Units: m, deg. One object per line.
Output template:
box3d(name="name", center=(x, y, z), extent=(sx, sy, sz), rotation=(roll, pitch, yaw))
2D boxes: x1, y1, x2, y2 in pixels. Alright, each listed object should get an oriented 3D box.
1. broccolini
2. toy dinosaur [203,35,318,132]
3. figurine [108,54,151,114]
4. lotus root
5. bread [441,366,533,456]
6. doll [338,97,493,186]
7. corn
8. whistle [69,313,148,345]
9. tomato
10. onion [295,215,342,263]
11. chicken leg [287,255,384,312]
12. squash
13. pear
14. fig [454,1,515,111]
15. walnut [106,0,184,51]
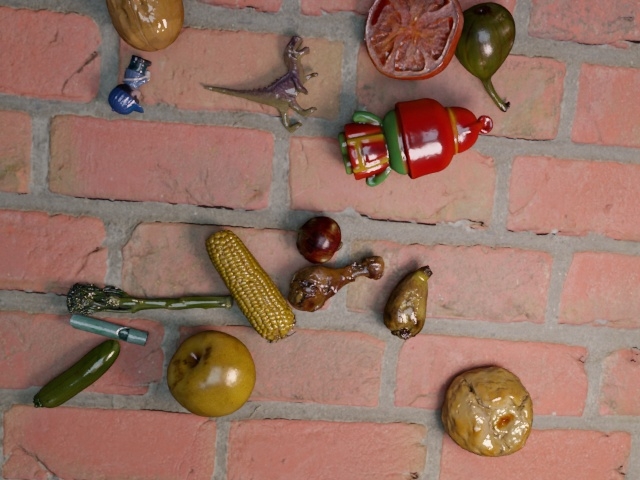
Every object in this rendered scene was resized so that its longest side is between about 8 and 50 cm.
box3d(name="broccolini", center=(-0.405, 0.141, 1.972), extent=(0.391, 0.074, 0.079), rotation=(-1, 107, -4))
box3d(name="toy dinosaur", center=(-0.110, -0.345, 1.936), extent=(0.251, 0.072, 0.200), rotation=(-33, 92, 12))
box3d(name="figurine", center=(-0.433, -0.352, 1.885), extent=(0.077, 0.079, 0.136), rotation=(23, 105, 32))
box3d(name="lotus root", center=(0.221, 0.147, 2.038), extent=(0.108, 0.094, 0.191), rotation=(19, 89, -33))
box3d(name="bread", center=(0.426, 0.440, 2.087), extent=(0.244, 0.134, 0.245), rotation=(-1, 99, -9))
box3d(name="doll", center=(0.226, -0.238, 1.931), extent=(0.362, 0.160, 0.183), rotation=(-13, 100, -4))
box3d(name="corn", center=(-0.169, 0.108, 1.978), extent=(0.106, 0.106, 0.305), rotation=(-33, 101, 0))
box3d(name="whistle", center=(-0.508, 0.214, 1.994), extent=(0.186, 0.039, 0.039), rotation=(16, 98, -8))
box3d(name="tomato", center=(0.221, -0.475, 1.894), extent=(0.236, 0.095, 0.237), rotation=(2, 95, 29))
box3d(name="onion", center=(0.000, 0.000, 1.978), extent=(0.118, 0.118, 0.117), rotation=(11, 94, -8))
box3d(name="chicken leg", center=(0.037, 0.095, 2.015), extent=(0.251, 0.087, 0.107), rotation=(-19, 137, -9))
box3d(name="squash", center=(-0.583, 0.329, 1.991), extent=(0.258, 0.069, 0.069), rotation=(-38, 102, 1))
box3d(name="pear", center=(-0.250, 0.320, 1.962), extent=(0.208, 0.209, 0.209), rotation=(-1, 100, -6))
box3d(name="fig", center=(0.384, -0.425, 1.956), extent=(0.151, 0.151, 0.259), rotation=(-15, 128, -3))
box3d(name="walnut", center=(-0.383, -0.514, 1.821), extent=(0.165, 0.165, 0.197), rotation=(-23, 102, -2))
